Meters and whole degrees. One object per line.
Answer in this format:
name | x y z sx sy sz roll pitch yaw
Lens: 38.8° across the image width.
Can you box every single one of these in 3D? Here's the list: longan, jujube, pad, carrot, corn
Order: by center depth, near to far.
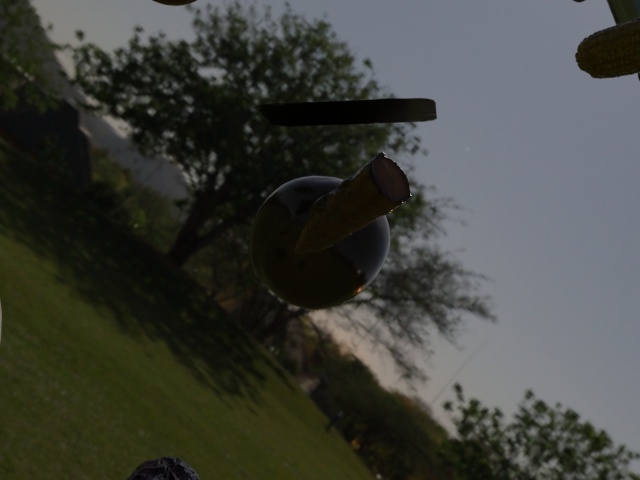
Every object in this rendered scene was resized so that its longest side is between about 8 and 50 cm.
pad | 0.028 -0.213 1.217 0.250 0.055 0.323 0 -22 8
corn | 0.457 -0.271 1.232 0.238 0.080 0.080 -5 -40 44
jujube | -0.249 0.415 1.355 0.155 0.155 0.230 42 9 -10
carrot | 0.040 -0.044 1.591 0.102 0.263 0.102 29 41 -29
longan | 0.000 0.000 2.023 0.319 0.319 0.319 40 -7 6

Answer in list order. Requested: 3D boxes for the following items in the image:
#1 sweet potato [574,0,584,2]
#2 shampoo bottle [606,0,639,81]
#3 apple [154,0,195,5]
sweet potato | 0.440 -0.417 1.529 0.034 0.034 0.095 43 5 -14
shampoo bottle | 0.634 -0.481 1.868 0.359 0.078 0.134 63 22 -14
apple | -0.289 -0.573 1.740 0.210 0.235 0.173 11 17 -15
